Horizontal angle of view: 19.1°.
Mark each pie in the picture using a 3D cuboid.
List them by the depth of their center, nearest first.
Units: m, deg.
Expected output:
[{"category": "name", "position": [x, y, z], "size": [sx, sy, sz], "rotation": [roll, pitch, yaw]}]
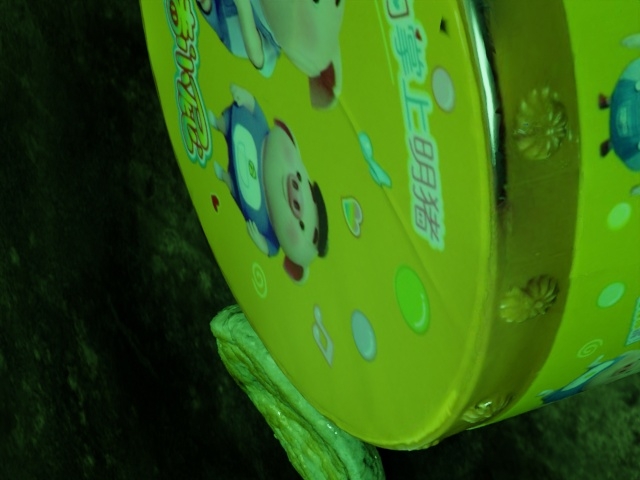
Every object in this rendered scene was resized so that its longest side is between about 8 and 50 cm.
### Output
[{"category": "pie", "position": [-0.015, 0.122, 1.384], "size": [0.187, 0.041, 0.187], "rotation": [48, 163, 20]}]

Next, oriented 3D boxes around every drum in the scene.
[{"category": "drum", "position": [0.072, -0.111, 1.012], "size": [0.431, 0.214, 0.431], "rotation": [46, 145, 47]}]
